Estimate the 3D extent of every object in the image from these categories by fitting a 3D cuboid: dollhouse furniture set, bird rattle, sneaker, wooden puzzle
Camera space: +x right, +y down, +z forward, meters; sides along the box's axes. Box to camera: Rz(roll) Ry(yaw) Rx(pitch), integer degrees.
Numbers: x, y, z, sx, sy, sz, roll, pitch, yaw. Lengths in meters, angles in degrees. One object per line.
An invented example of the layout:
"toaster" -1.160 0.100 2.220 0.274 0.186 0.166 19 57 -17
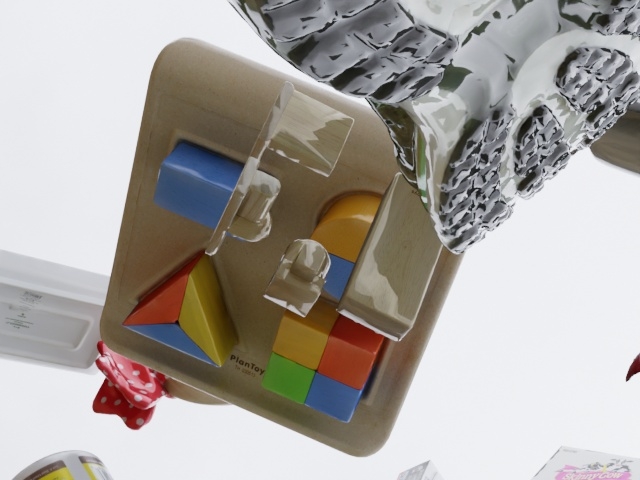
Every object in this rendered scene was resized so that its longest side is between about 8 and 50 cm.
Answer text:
"dollhouse furniture set" 0.000 0.000 0.909 0.151 0.144 0.123 26 -33 -4
"bird rattle" -0.143 0.130 1.440 0.207 0.253 0.143 9 -69 14
"sneaker" 0.040 -0.129 0.503 0.158 0.410 0.182 -39 -113 4
"wooden puzzle" -0.045 0.025 1.143 0.322 0.080 0.348 23 -59 7

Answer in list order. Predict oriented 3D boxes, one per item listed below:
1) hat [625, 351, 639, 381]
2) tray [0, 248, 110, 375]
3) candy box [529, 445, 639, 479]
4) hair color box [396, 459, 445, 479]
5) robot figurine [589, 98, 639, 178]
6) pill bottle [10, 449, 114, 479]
"hat" 0.392 0.026 1.300 0.208 0.183 0.173 -91 179 -74
"tray" -0.339 0.084 1.379 0.145 0.270 0.030 -58 -142 21
"candy box" 0.320 0.339 1.487 0.165 0.196 0.070 1 -64 43
"hair color box" 0.152 0.368 1.515 0.053 0.093 0.167 -29 -82 25
"robot figurine" 0.236 -0.182 0.807 0.353 0.200 0.300 -147 -129 -61
"pill bottle" -0.210 0.307 1.138 0.215 0.117 0.117 49 -45 35
